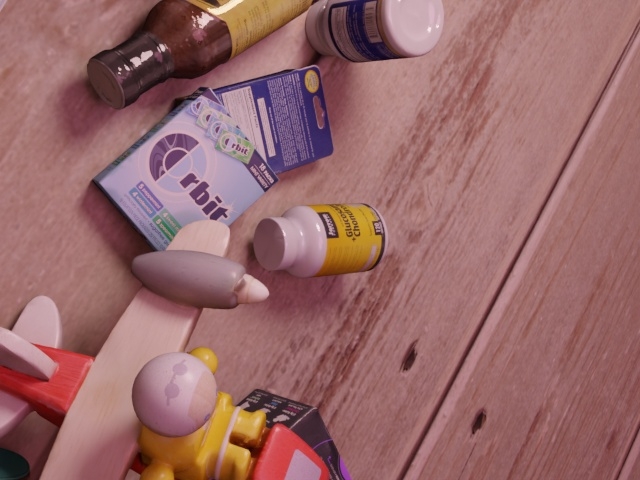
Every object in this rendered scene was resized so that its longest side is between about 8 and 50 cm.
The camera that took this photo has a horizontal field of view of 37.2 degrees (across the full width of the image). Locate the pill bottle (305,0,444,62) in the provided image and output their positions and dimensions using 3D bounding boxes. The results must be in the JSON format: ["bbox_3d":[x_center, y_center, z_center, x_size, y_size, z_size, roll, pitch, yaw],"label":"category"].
[{"bbox_3d":[0.069,-0.306,1.328,0.112,0.187,0.112,-5,98,-39],"label":"pill bottle"}]

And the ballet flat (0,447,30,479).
[{"bbox_3d":[-0.431,0.264,1.063,0.206,0.073,0.067,18,110,-37],"label":"ballet flat"}]

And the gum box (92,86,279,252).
[{"bbox_3d":[-0.168,-0.077,1.215,0.184,0.041,0.157,-43,115,-14],"label":"gum box"}]

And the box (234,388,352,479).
[{"bbox_3d":[-0.109,0.352,1.278,0.270,0.143,0.165,-38,115,-30],"label":"box"}]

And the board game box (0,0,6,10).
[{"bbox_3d":[-0.468,-0.397,0.959,0.390,0.050,0.390,35,72,-36],"label":"board game box"}]

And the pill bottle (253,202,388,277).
[{"bbox_3d":[0.000,0.000,1.357,0.184,0.103,0.103,-5,98,-40],"label":"pill bottle"}]

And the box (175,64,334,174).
[{"bbox_3d":[-0.085,-0.154,1.313,0.225,0.036,0.136,-21,108,-34],"label":"box"}]

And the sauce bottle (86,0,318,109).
[{"bbox_3d":[-0.139,-0.278,1.206,0.344,0.111,0.111,-41,119,-31],"label":"sauce bottle"}]

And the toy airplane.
[{"bbox_3d":[-0.202,0.177,1.042,0.384,0.272,0.386,-15,74,-28],"label":"toy airplane"}]
